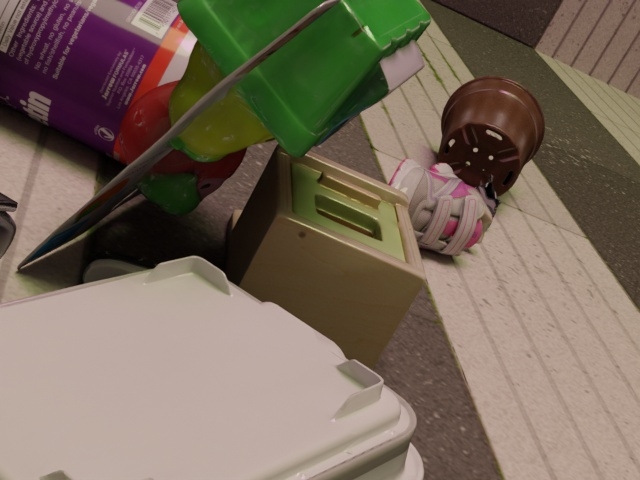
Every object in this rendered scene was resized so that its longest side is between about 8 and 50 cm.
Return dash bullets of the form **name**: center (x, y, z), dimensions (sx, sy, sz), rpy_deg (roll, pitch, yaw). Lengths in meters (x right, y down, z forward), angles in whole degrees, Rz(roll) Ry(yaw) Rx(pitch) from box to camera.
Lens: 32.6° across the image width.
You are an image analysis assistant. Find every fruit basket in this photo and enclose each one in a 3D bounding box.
- **fruit basket**: center (-0.071, -0.112, 0.974), dimensions (0.165, 0.353, 0.327), rpy_deg (46, 25, -1)

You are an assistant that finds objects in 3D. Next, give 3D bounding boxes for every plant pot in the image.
- **plant pot**: center (0.256, -0.150, 1.689), dimensions (0.167, 0.167, 0.165), rpy_deg (29, 29, 1)

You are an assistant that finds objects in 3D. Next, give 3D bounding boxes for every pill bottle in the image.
- **pill bottle**: center (-0.279, -0.216, 1.160), dimensions (0.323, 0.181, 0.181), rpy_deg (26, 22, -4)

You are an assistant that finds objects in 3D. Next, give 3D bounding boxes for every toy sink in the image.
- **toy sink**: center (0.000, 0.000, 1.084), dimensions (0.153, 0.131, 0.234), rpy_deg (24, 22, -12)

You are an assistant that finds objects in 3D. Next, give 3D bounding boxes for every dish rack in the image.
- **dish rack**: center (-0.112, 0.101, 0.706), dimensions (0.286, 0.072, 0.333), rpy_deg (30, 27, 34)

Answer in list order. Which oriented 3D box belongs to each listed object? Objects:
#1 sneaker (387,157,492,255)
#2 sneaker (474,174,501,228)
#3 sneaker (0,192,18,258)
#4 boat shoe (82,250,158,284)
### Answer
- **sneaker**: center (0.147, -0.036, 1.374), dimensions (0.111, 0.103, 0.252), rpy_deg (35, 24, 21)
- **sneaker**: center (0.225, -0.070, 1.580), dimensions (0.038, 0.069, 0.098), rpy_deg (3, 33, -47)
- **sneaker**: center (-0.303, -0.045, 0.878), dimensions (0.153, 0.101, 0.268), rpy_deg (29, 28, 0)
- **boat shoe**: center (-0.134, 0.042, 0.947), dimensions (0.142, 0.049, 0.040), rpy_deg (21, 23, -13)
